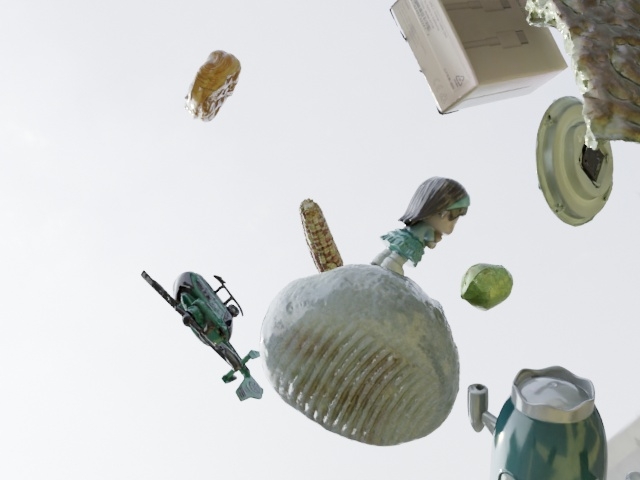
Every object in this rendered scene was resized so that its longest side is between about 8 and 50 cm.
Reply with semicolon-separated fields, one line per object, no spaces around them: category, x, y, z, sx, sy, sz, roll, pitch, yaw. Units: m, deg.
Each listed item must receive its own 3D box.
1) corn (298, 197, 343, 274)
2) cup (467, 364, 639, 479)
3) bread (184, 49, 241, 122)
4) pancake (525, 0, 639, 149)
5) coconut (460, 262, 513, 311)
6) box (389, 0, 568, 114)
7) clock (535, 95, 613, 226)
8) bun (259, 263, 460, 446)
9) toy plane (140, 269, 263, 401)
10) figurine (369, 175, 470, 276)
corn;0.000;0.000;1.711;0.079;0.079;0.237;-26;-50;-9
cup;0.318;0.273;0.959;0.167;0.299;0.173;-15;-68;-32
bread;-0.142;-0.197;0.895;0.044;0.110;0.083;36;-112;-4
pancake;0.357;-0.111;0.560;0.426;0.305;0.067;20;-42;1
coconut;0.284;0.080;1.200;0.096;0.088;0.088;-22;-52;-16
box;0.268;-0.339;1.162;0.251;0.203;0.106;-17;-11;-36
clock;0.469;-0.143;1.234;0.236;0.053;0.236;0;-90;-39
bun;0.076;0.192;1.211;0.362;0.211;0.362;7;-61;13
toy plane;-0.239;0.196;1.536;0.106;0.382;0.155;-43;-16;20
figurine;0.197;-0.029;1.396;0.245;0.138;0.110;-49;-62;-4
